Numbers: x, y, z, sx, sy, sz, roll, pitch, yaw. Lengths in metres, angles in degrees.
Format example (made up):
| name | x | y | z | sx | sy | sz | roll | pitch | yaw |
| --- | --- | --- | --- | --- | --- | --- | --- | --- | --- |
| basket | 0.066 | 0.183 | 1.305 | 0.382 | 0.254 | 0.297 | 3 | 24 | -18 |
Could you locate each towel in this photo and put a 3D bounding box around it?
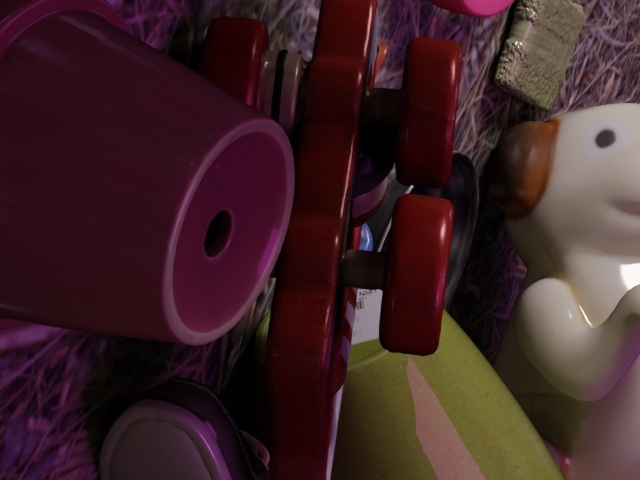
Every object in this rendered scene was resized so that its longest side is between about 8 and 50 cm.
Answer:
| name | x | y | z | sx | sy | sz | roll | pitch | yaw |
| --- | --- | --- | --- | --- | --- | --- | --- | --- | --- |
| towel | 0.202 | -0.179 | 1.813 | 0.148 | 0.027 | 0.110 | 10 | 99 | -66 |

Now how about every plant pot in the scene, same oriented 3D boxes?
| name | x | y | z | sx | sy | sz | roll | pitch | yaw |
| --- | --- | --- | --- | --- | --- | --- | --- | --- | --- |
| plant pot | 0.055 | 0.176 | 1.541 | 0.275 | 0.274 | 0.293 | -49 | 130 | -39 |
| plant pot | -0.122 | -0.031 | 1.072 | 0.201 | 0.180 | 0.201 | -46 | 146 | -43 |

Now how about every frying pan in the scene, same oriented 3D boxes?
| name | x | y | z | sx | sy | sz | roll | pitch | yaw |
| --- | --- | --- | --- | --- | --- | --- | --- | --- | --- |
| frying pan | 0.080 | 0.060 | 1.708 | 0.197 | 0.053 | 0.326 | -49 | 150 | -36 |

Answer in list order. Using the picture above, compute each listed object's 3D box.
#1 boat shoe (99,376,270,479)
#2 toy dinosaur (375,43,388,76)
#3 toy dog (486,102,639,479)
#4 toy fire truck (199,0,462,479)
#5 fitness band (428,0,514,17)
| name | x | y | z | sx | sy | sz | roll | pitch | yaw |
| --- | --- | --- | --- | --- | --- | --- | --- | --- | --- |
| boat shoe | -0.083 | 0.184 | 1.401 | 0.091 | 0.109 | 0.305 | -55 | 157 | -32 |
| toy dinosaur | 0.028 | -0.107 | 1.466 | 0.082 | 0.090 | 0.047 | -38 | 171 | 4 |
| toy dog | 0.284 | 0.075 | 1.831 | 0.395 | 0.284 | 0.408 | -152 | -118 | -74 |
| toy fire truck | 0.000 | 0.000 | 1.317 | 0.254 | 0.169 | 0.302 | 92 | 4 | -58 |
| fitness band | 0.143 | -0.320 | 1.557 | 0.209 | 0.054 | 0.291 | -35 | 137 | -51 |
